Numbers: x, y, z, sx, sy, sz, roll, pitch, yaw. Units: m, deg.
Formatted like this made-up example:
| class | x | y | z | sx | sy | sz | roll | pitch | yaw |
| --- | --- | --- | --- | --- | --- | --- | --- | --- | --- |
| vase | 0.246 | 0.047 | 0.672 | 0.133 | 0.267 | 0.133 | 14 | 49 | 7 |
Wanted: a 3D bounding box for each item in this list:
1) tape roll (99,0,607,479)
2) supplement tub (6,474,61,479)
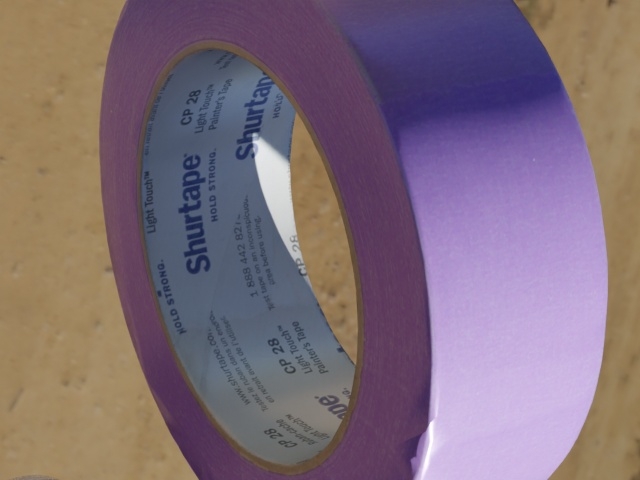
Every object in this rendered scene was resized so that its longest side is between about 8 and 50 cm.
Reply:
| class | x | y | z | sx | sy | sz | roll | pitch | yaw |
| --- | --- | --- | --- | --- | --- | --- | --- | --- | --- |
| tape roll | 0.000 | 0.000 | 0.632 | 0.090 | 0.275 | 0.274 | -13 | 115 | -30 |
| supplement tub | -0.140 | 0.248 | 0.865 | 0.144 | 0.200 | 0.144 | -37 | 142 | -36 |
